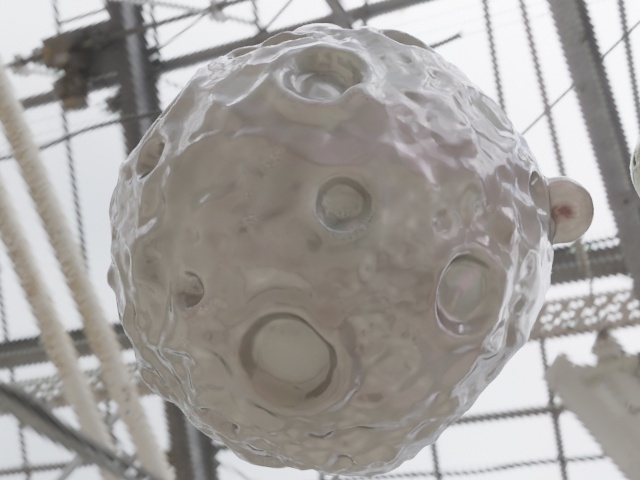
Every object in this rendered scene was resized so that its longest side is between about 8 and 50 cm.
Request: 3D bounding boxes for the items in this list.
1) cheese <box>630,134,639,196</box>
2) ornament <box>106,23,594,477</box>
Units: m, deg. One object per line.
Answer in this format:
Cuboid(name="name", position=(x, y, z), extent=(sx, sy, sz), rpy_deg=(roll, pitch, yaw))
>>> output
Cuboid(name="cheese", position=(0.284, -0.051, 0.970), extent=(0.137, 0.227, 0.064), rpy_deg=(28, -99, 11))
Cuboid(name="ornament", position=(0.000, 0.000, 1.060), extent=(0.337, 0.337, 0.337), rpy_deg=(10, -62, 19))
